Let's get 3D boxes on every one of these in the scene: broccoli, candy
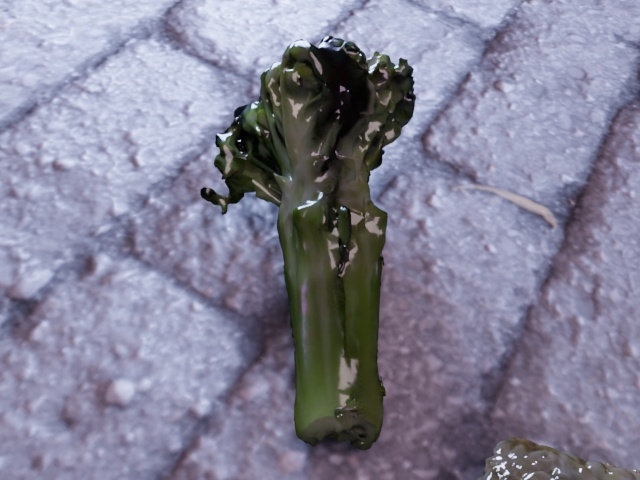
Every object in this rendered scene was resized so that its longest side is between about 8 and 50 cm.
[{"bbox_3d":[0.008,0.000,0.496,0.146,0.165,0.303,17,59,-35],"label":"broccoli"},{"bbox_3d":[0.147,0.176,0.401,0.110,0.085,0.095,21,42,23],"label":"candy"}]
